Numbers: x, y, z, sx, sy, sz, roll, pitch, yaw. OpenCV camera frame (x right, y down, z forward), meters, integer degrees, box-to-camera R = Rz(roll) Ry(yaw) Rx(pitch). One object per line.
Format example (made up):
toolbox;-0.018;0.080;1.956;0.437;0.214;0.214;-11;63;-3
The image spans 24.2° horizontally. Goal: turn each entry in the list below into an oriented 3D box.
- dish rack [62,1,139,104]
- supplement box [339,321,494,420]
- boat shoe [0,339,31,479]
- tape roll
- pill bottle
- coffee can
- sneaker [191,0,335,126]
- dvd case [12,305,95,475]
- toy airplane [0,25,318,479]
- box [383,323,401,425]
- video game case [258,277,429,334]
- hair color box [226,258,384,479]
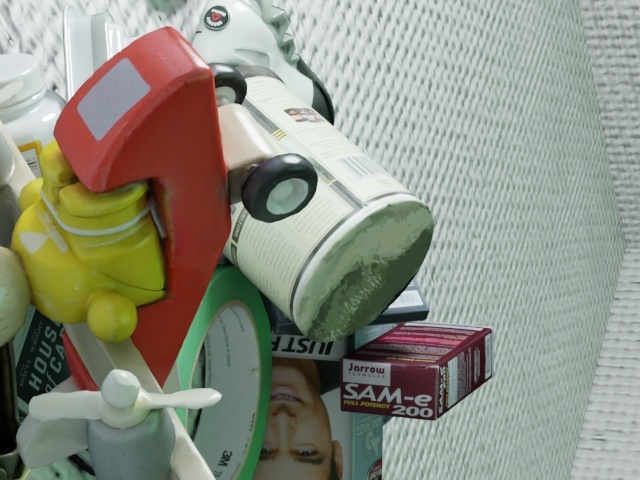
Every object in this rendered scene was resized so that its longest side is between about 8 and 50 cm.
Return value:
dish rack;-0.186;-0.059;1.525;0.333;0.072;0.285;74;8;-65
supplement box;0.127;0.162;1.898;0.239;0.130;0.073;-19;110;-65
boat shoe;-0.323;0.192;1.389;0.109;0.091;0.305;-36;124;-61
tape roll;-0.146;0.186;1.770;0.321;0.077;0.321;4;90;-73
pill bottle;-0.285;-0.064;1.422;0.117;0.117;0.215;-51;138;-53
coffee can;-0.035;-0.044;1.718;0.201;0.275;0.201;-32;147;-24
sneaker;-0.088;-0.189;1.889;0.146;0.122;0.330;-60;149;-15
dvd case;-0.267;0.126;1.589;0.238;0.030;0.179;56;42;-55
toy airplane;-0.193;0.048;1.173;0.272;0.386;0.384;-7;90;-36
box;0.074;0.195;2.248;0.158;0.093;0.156;-27;132;-63
video game case;0.000;0.000;1.852;0.026;0.196;0.274;105;-28;-43
hair color box;-0.021;0.196;1.958;0.113;0.185;0.374;-8;100;-67
